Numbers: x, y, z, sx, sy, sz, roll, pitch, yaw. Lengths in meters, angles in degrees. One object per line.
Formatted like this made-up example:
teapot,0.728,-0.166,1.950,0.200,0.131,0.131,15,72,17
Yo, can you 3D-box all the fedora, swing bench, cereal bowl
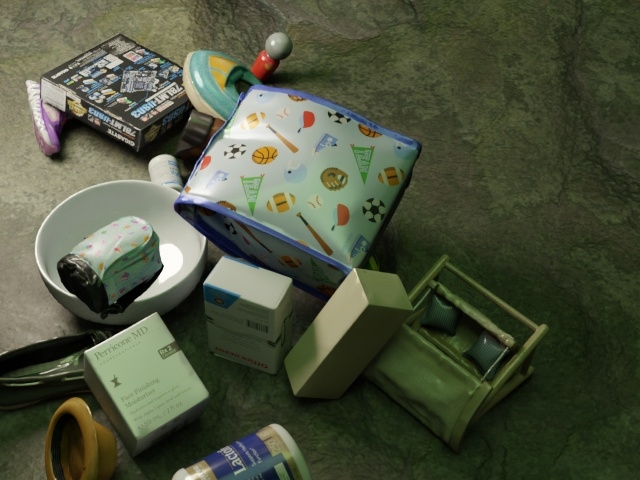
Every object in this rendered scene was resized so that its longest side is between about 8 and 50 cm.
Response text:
fedora,-0.409,0.370,1.681,0.079,0.194,0.194,12,36,-42
swing bench,0.240,0.208,1.805,0.253,0.165,0.254,36,58,26
cereal bowl,-0.393,0.040,1.952,0.338,0.141,0.339,1,49,-1

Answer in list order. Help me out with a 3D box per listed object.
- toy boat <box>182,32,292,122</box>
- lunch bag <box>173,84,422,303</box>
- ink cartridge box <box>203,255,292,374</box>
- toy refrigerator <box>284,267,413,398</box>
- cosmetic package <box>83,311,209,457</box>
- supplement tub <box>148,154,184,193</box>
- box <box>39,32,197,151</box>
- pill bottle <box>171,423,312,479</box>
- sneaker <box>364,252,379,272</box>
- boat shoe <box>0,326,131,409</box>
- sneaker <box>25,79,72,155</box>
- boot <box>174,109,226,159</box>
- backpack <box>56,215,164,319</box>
toy boat,-0.176,-0.386,2.293,0.267,0.148,0.318,41,43,-4
lunch bag,-0.049,-0.103,1.896,0.385,0.239,0.328,26,65,6
ink cartridge box,-0.134,0.144,1.828,0.148,0.203,0.086,18,49,14
toy refrigerator,0.045,0.171,1.753,0.102,0.269,0.094,9,42,-32
cosmetic package,-0.313,0.259,1.723,0.151,0.151,0.184,-30,76,-24
supplement tub,-0.342,-0.131,2.150,0.071,0.071,0.107,-11,51,-10
box,-0.455,-0.357,2.289,0.293,0.073,0.295,30,42,13
pill bottle,-0.155,0.428,1.610,0.264,0.153,0.153,-24,53,-20
sneaker,0.000,0.000,2.041,0.295,0.109,0.123,35,85,20
boat shoe,-0.467,0.227,1.816,0.335,0.096,0.112,-17,51,-15
sneaker,-0.630,-0.298,2.281,0.104,0.095,0.236,-8,48,-18
boot,-0.176,-0.193,2.162,0.280,0.264,0.096,22,72,-11
backpack,-0.376,0.040,1.785,0.182,0.115,0.152,-34,55,-30
